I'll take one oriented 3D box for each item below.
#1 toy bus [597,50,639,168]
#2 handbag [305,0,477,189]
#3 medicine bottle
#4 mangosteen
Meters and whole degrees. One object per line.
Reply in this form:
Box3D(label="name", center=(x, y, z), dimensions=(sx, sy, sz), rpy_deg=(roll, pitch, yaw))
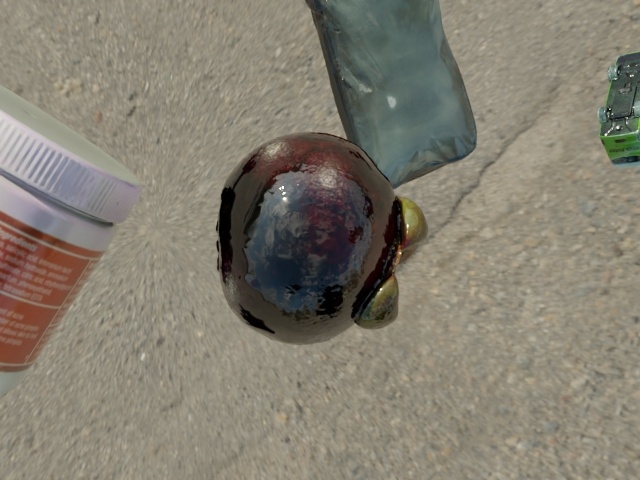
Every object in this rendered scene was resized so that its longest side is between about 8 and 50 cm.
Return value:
Box3D(label="toy bus", center=(0.207, -0.089, 0.636), dimensions=(0.037, 0.031, 0.083), rpy_deg=(55, 44, -35))
Box3D(label="handbag", center=(0.101, -0.238, 1.314), dimensions=(0.192, 0.075, 0.332), rpy_deg=(-24, 110, -16))
Box3D(label="medicine bottle", center=(-0.330, -0.017, 0.882), dimensions=(0.252, 0.252, 0.241), rpy_deg=(33, 91, -9))
Box3D(label="mangosteen", center=(0.000, 0.000, 0.669), dimensions=(0.152, 0.152, 0.152), rpy_deg=(0, 91, -10))
